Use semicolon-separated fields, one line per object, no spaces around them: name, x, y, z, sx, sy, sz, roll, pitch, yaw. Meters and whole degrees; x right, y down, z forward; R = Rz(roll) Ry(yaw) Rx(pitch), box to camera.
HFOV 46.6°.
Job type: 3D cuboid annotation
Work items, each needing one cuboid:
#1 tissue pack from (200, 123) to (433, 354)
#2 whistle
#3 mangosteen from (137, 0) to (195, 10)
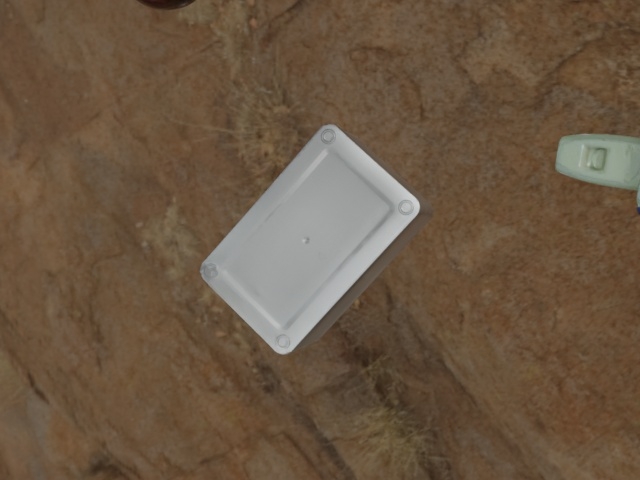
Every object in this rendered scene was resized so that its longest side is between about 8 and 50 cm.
tissue pack;-0.001;-0.001;0.915;0.159;0.136;0.246;44;99;9
whistle;0.339;-0.063;0.680;0.245;0.092;0.110;13;105;27
mangosteen;-0.179;-0.347;0.904;0.140;0.140;0.140;9;104;40
